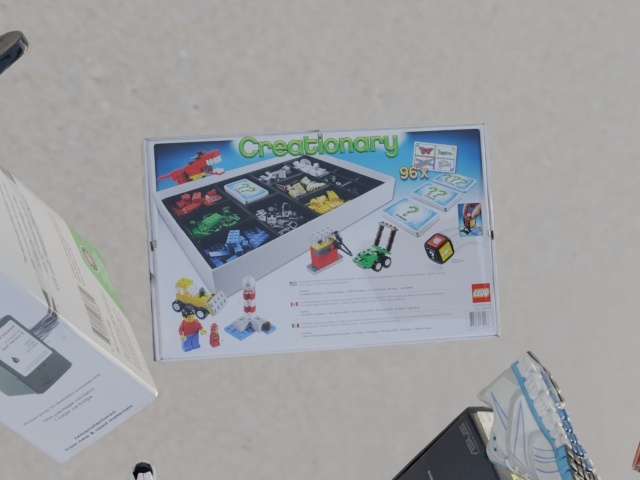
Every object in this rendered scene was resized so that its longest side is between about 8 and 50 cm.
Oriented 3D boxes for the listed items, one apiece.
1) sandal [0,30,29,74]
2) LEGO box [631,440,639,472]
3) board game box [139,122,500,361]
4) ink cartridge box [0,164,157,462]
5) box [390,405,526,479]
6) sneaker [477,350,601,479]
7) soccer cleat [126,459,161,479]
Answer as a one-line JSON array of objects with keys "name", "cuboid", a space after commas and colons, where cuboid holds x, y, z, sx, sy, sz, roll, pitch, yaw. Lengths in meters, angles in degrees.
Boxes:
[{"name": "sandal", "cuboid": [-0.303, -0.110, 1.308, 0.179, 0.067, 0.040, -45, 121, -15]}, {"name": "LEGO box", "cuboid": [0.486, 0.017, 1.239, 0.193, 0.372, 0.500, 0, 111, -42]}, {"name": "board game box", "cuboid": [0.000, 0.000, 1.494, 0.305, 0.053, 0.193, -3, 88, -11]}, {"name": "ink cartridge box", "cuboid": [-0.295, 0.037, 1.530, 0.121, 0.211, 0.289, -35, 138, 7]}, {"name": "box", "cuboid": [0.158, 0.312, 1.721, 0.059, 0.232, 0.183, 6, 139, -36]}, {"name": "sneaker", "cuboid": [0.199, 0.200, 1.569, 0.083, 0.190, 0.071, -33, 141, 17]}, {"name": "soccer cleat", "cuboid": [-0.148, 0.199, 1.430, 0.029, 0.083, 0.035, -8, 100, -8]}]
